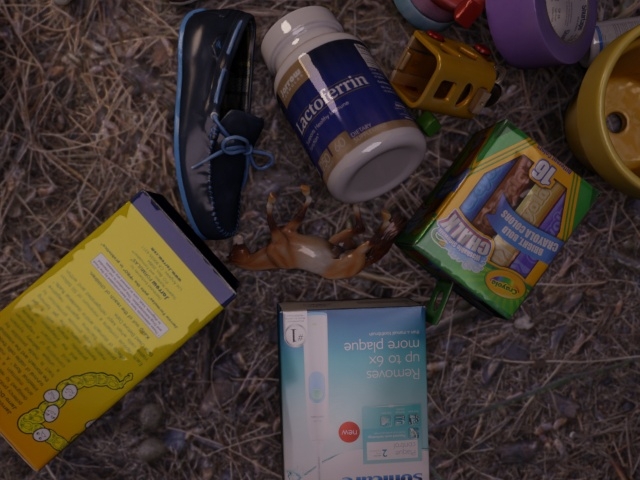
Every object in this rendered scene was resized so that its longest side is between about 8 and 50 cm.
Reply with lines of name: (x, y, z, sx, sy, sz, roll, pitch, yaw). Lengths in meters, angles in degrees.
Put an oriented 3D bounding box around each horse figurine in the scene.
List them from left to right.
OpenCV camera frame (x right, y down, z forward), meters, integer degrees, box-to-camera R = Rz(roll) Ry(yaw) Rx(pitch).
horse figurine: (0.000, 0.000, 1.226, 0.263, 0.066, 0.175, 7, 131, -15)

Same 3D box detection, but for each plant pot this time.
plant pot: (0.476, -0.180, 1.194, 0.253, 0.239, 0.254, 0, 92, -5)

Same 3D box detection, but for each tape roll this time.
tape roll: (0.326, -0.349, 1.196, 0.189, 0.080, 0.189, -4, 95, -46)

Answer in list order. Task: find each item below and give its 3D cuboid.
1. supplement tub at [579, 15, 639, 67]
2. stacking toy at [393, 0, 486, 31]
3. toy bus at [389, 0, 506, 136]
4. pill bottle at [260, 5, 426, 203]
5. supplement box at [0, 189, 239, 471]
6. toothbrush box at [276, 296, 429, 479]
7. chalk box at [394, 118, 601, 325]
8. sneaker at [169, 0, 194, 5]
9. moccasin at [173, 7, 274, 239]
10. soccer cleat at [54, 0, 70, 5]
supplement tub: (0.460, -0.310, 1.274, 0.107, 0.071, 0.071, -8, 92, -4)
stacking toy: (0.174, -0.486, 1.254, 0.279, 0.130, 0.309, -35, 97, -29)
toy bus: (0.202, -0.228, 1.187, 0.202, 0.191, 0.104, -31, 50, -3)
pill bottle: (0.025, -0.197, 1.165, 0.153, 0.153, 0.265, -28, 68, -3)
supplement box: (-0.309, 0.116, 1.163, 0.356, 0.194, 0.195, -41, 94, -2)
toothbrush box: (0.045, 0.240, 1.230, 0.216, 0.126, 0.296, -1, 93, -5)
chalk box: (0.232, -0.005, 1.210, 0.179, 0.180, 0.289, 38, 87, -5)
sneaker: (-0.149, -0.470, 1.196, 0.107, 0.118, 0.279, 41, 88, -4)
moccasin: (-0.141, -0.172, 1.187, 0.116, 0.137, 0.342, -3, 93, 18)
soccer cleat: (-0.355, -0.442, 1.209, 0.076, 0.068, 0.196, 10, 88, -8)
